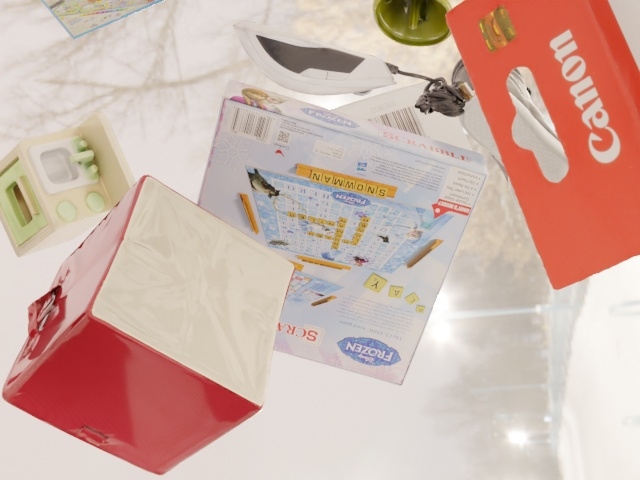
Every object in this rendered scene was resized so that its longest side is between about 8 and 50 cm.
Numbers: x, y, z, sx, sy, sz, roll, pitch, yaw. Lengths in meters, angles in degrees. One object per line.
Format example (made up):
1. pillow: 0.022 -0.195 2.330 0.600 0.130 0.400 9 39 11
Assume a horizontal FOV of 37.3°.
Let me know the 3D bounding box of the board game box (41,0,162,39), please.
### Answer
1. board game box: -0.286 -0.334 1.242 0.103 0.154 0.026 55 -161 -53

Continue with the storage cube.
1. storage cube: -0.166 0.088 0.937 0.215 0.193 0.184 33 -137 -21

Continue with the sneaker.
1. sneaker: 0.276 -0.147 1.291 0.295 0.104 0.147 42 -149 -37

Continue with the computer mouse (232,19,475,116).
1. computer mouse: 0.021 -0.127 0.739 0.106 0.192 0.042 -120 45 -74

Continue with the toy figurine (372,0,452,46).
1. toy figurine: 0.100 -0.379 0.972 0.362 0.191 0.217 41 -141 -66

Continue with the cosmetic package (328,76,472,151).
1. cosmetic package: 0.111 -0.107 1.660 0.385 0.217 0.156 91 159 -70

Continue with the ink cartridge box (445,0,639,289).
1. ink cartridge box: 0.275 -0.170 0.759 0.091 0.385 0.308 2 -116 -49

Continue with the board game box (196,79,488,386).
1. board game box: 0.000 0.000 1.163 0.066 0.318 0.318 -82 10 -62

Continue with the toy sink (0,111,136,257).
1. toy sink: -0.430 -0.088 1.544 0.131 0.234 0.153 -24 -91 -45
